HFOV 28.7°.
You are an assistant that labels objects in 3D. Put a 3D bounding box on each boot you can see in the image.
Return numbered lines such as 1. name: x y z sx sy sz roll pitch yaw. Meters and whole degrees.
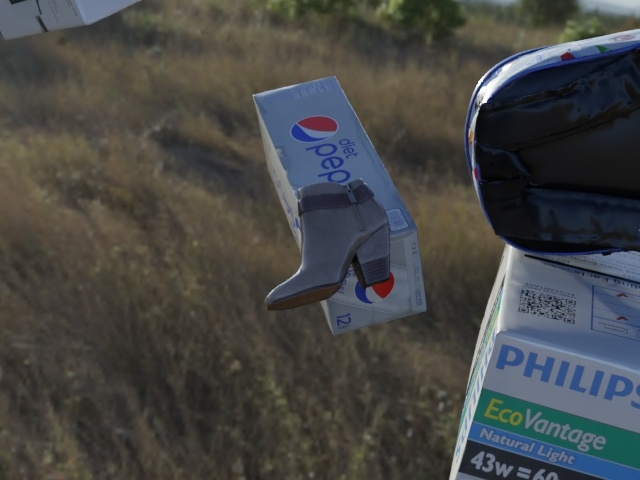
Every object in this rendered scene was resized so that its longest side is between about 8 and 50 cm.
1. boot: 0.000 0.000 0.953 0.118 0.087 0.042 -13 -13 -28

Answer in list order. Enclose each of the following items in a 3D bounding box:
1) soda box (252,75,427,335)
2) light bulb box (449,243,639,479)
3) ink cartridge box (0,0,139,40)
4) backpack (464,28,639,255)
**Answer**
1. soda box: 0.013 -0.041 1.184 0.091 0.098 0.286 -15 37 -6
2. light bulb box: 0.349 0.162 1.391 0.358 0.225 0.361 15 25 7
3. ink cartridge box: -0.257 -0.287 1.347 0.148 0.086 0.203 -34 22 -30
4. backpack: 0.291 -0.108 1.381 0.263 0.277 0.213 -8 12 -3
